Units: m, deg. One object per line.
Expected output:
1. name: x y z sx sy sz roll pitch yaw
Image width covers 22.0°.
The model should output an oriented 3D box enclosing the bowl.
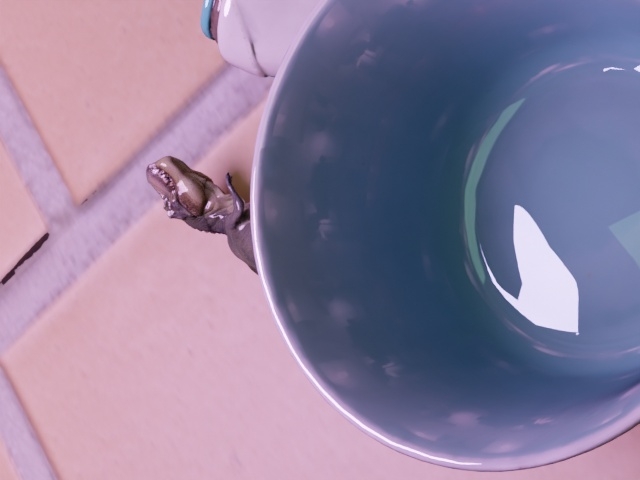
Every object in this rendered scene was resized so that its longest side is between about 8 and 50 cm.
1. bowl: 0.130 -0.026 0.935 0.311 0.163 0.311 -4 82 32

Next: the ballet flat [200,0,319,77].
1. ballet flat: 0.042 -0.289 1.057 0.139 0.139 0.400 26 103 33

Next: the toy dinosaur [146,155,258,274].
1. toy dinosaur: 0.000 0.000 1.083 0.268 0.064 0.118 41 115 27
